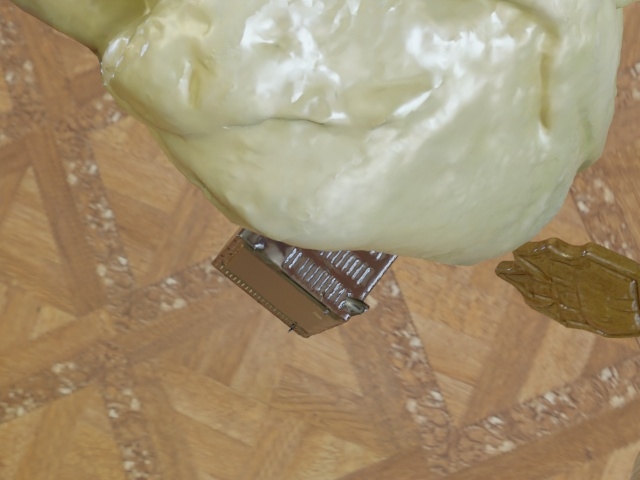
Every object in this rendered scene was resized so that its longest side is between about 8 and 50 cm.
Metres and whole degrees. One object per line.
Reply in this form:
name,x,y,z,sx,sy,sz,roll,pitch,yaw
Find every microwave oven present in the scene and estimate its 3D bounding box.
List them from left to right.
microwave oven,-0.002,0.000,1.533,0.178,0.247,0.188,42,73,-4

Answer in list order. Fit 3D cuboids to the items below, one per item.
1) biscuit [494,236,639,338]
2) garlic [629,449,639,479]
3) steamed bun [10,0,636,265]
biscuit,0.330,0.063,1.618,0.215,0.182,0.034,12,55,30
garlic,0.445,0.297,1.291,0.322,0.322,0.241,-42,78,5
steamed bun,0.007,-0.167,0.617,0.372,0.325,0.230,51,138,10
